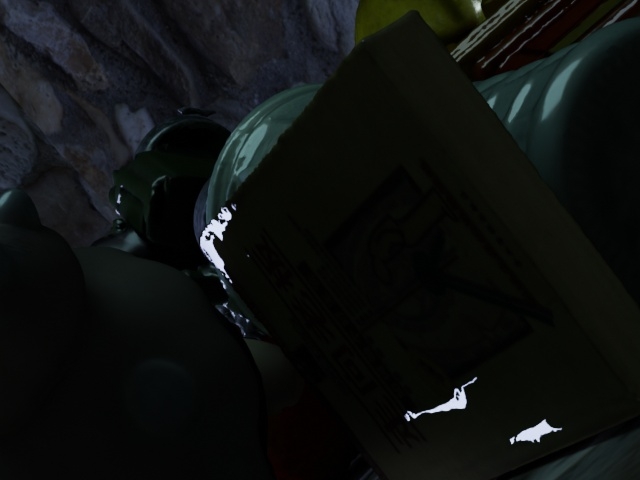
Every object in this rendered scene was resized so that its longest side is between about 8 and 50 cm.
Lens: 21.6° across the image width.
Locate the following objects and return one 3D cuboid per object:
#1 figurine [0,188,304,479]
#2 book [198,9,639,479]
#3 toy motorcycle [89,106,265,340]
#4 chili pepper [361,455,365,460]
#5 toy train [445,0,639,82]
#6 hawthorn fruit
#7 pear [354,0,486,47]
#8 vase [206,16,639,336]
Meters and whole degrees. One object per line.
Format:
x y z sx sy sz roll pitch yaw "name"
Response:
-0.111 0.109 0.770 0.203 0.248 0.380 -4 -2 4 "figurine"
0.033 0.021 0.657 0.026 0.161 0.231 -35 -4 -25 "book"
0.000 0.000 1.026 0.205 0.275 0.127 -150 69 -64 "toy motorcycle"
0.060 0.094 0.914 0.055 0.035 0.118 -54 14 -24 "chili pepper"
0.213 -0.122 0.877 0.369 0.163 0.231 -41 11 1 "toy train"
-0.061 0.093 1.122 0.179 0.200 0.179 -48 -5 -6 "hawthorn fruit"
0.169 -0.144 1.228 0.294 0.294 0.294 -41 -1 -1 "pear"
0.067 -0.017 0.729 0.143 0.143 0.299 -41 13 -20 "vase"
